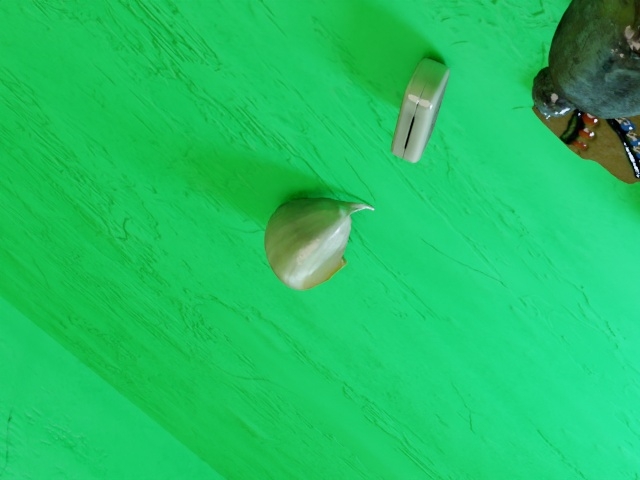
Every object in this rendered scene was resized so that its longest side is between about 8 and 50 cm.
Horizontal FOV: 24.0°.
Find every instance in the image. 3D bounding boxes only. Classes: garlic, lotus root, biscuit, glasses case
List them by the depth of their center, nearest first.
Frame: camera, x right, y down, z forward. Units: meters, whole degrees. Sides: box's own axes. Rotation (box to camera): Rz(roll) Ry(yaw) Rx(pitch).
[{"bbox_3d":[0.369,-0.240,1.794,0.175,0.175,0.349,30,157,-9],"label":"lotus root"},{"bbox_3d":[0.431,-0.139,2.043,0.302,0.043,0.278,14,152,22],"label":"biscuit"},{"bbox_3d":[0.143,-0.186,2.169,0.050,0.083,0.196,21,155,5],"label":"glasses case"},{"bbox_3d":[-0.012,-0.001,2.624,0.164,0.145,0.245,-3,157,-15],"label":"garlic"}]
